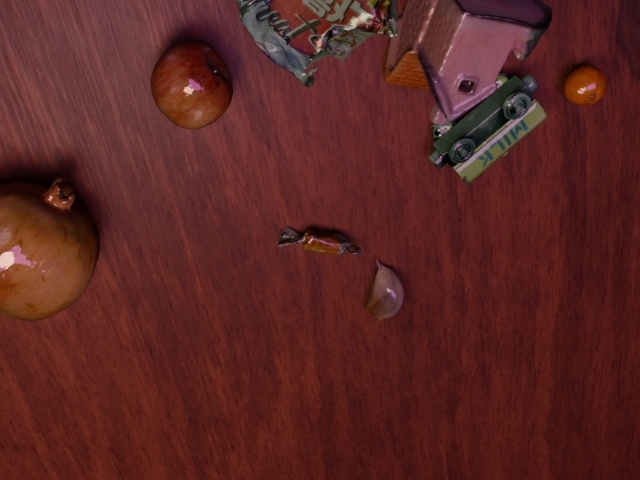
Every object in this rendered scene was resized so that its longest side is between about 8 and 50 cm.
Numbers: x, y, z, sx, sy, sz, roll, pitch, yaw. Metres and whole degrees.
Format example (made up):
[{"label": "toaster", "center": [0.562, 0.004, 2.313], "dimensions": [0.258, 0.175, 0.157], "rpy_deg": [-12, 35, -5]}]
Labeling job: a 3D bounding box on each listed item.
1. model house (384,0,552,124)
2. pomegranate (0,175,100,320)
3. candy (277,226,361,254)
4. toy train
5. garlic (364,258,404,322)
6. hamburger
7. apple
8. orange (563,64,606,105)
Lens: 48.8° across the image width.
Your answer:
[{"label": "model house", "center": [0.257, -0.339, 1.256], "dimensions": [0.202, 0.237, 0.237], "rpy_deg": [3, 133, -21]}, {"label": "pomegranate", "center": [-0.522, 0.003, 1.278], "dimensions": [0.252, 0.229, 0.270], "rpy_deg": [35, 101, -28]}, {"label": "candy", "center": [0.000, 0.000, 1.491], "dimensions": [0.182, 0.053, 0.046], "rpy_deg": [6, 117, -13]}, {"label": "toy train", "center": [0.342, -0.218, 1.424], "dimensions": [0.253, 0.105, 0.157], "rpy_deg": [-41, 133, 11]}, {"label": "garlic", "center": [0.151, 0.121, 1.583], "dimensions": [0.084, 0.066, 0.152], "rpy_deg": [7, 119, -14]}, {"label": "hamburger", "center": [0.002, -0.420, 1.187], "dimensions": [0.276, 0.150, 0.260], "rpy_deg": [-25, 99, 27]}, {"label": "apple", "center": [-0.226, -0.270, 1.238], "dimensions": [0.131, 0.146, 0.146], "rpy_deg": [-25, 123, 24]}, {"label": "orange", "center": [0.531, -0.310, 1.416], "dimensions": [0.084, 0.083, 0.083], "rpy_deg": [-5, 120, -9]}]
